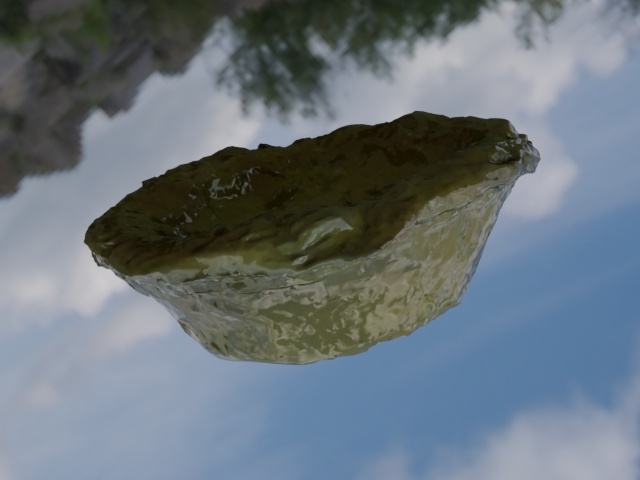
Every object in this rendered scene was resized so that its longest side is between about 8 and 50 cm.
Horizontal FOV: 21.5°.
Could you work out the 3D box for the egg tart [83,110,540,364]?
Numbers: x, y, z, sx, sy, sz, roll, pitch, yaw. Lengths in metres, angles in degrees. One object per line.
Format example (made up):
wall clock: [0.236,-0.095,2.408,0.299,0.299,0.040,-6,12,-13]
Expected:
egg tart: [0.000,0.000,0.370,0.105,0.039,0.105,-10,-165,3]
